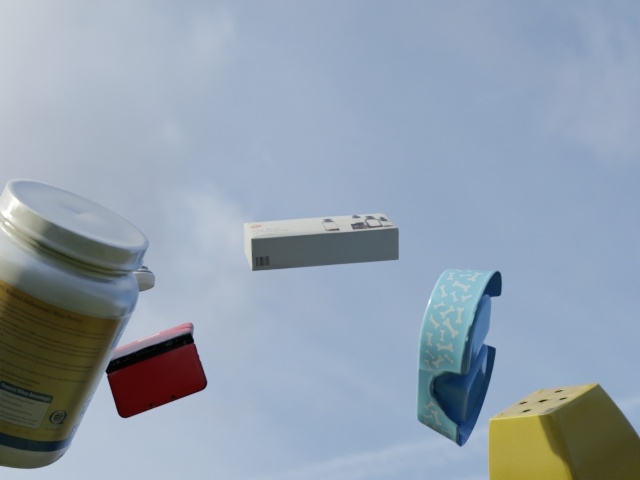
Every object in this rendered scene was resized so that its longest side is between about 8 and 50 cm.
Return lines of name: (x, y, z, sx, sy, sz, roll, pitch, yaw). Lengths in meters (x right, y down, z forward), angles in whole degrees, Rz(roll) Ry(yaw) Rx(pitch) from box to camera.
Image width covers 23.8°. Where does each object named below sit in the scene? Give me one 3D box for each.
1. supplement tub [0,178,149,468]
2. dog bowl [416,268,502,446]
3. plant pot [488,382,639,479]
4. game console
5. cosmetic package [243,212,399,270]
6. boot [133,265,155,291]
supplement tub: (-0.233, 0.066, 1.213, 0.144, 0.199, 0.144, 25, 11, -5)
dog bowl: (0.193, 0.161, 2.153, 0.074, 0.166, 0.297, 15, -44, 18)
plant pot: (0.400, 0.352, 2.527, 0.212, 0.187, 0.212, -23, 5, -41)
game console: (-0.250, 0.197, 2.318, 0.144, 0.085, 0.124, -20, 10, 0)
cosmetic package: (0.000, 0.000, 2.446, 0.239, 0.060, 0.099, -4, 14, -9)
boot: (-0.295, 0.026, 1.984, 0.190, 0.086, 0.069, -6, -13, 33)
